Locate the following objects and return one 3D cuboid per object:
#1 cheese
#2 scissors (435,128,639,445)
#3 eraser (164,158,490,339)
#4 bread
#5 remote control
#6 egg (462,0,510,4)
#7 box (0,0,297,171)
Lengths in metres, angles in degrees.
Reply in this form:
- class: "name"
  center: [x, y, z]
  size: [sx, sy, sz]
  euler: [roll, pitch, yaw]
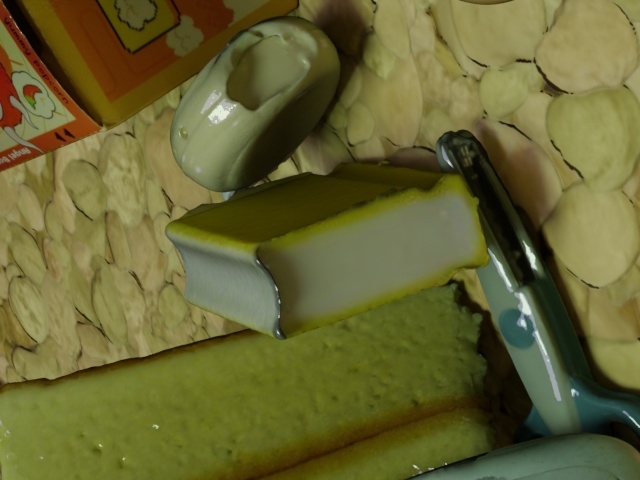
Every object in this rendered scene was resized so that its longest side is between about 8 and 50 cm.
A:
- class: "cheese"
  center: [-0.049, -0.080, 1.405]
  size: [0.064, 0.137, 0.227]
  euler: [47, 162, 11]
- class: "scissors"
  center: [0.143, 0.060, 1.271]
  size: [0.138, 0.041, 0.289]
  euler: [-25, 90, 54]
- class: "eraser"
  center: [0.000, 0.000, 1.289]
  size: [0.226, 0.158, 0.069]
  euler: [14, 123, 70]
- class: "bread"
  center: [-0.030, 0.192, 1.402]
  size: [0.245, 0.361, 0.233]
  euler: [64, -170, -66]
- class: "remote control"
  center: [0.087, 0.190, 1.232]
  size: [0.256, 0.045, 0.097]
  euler: [-23, 100, 14]
- class: "egg"
  center: [0.093, -0.181, 1.174]
  size: [0.096, 0.080, 0.080]
  euler: [51, 143, 22]
- class: "box"
  center: [-0.220, -0.205, 1.447]
  size: [0.283, 0.214, 0.259]
  euler: [-15, 110, 56]
